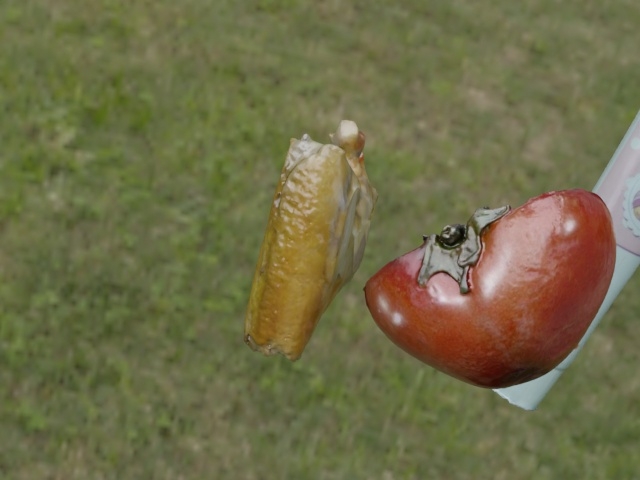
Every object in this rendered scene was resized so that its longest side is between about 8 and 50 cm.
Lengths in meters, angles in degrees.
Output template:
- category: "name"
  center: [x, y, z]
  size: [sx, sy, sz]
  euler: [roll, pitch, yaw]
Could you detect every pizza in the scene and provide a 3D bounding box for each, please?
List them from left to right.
- category: "pizza"
  center: [-0.001, 0.000, 1.402]
  size: [0.071, 0.189, 0.297]
  euler: [14, 4, 2]

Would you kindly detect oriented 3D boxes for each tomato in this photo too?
- category: "tomato"
  center: [0.115, 0.039, 1.121]
  size: [0.091, 0.159, 0.139]
  euler: [66, 13, 20]

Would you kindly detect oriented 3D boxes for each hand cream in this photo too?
- category: "hand cream"
  center: [0.229, -0.019, 1.392]
  size: [0.085, 0.331, 0.058]
  euler: [29, 12, -9]
